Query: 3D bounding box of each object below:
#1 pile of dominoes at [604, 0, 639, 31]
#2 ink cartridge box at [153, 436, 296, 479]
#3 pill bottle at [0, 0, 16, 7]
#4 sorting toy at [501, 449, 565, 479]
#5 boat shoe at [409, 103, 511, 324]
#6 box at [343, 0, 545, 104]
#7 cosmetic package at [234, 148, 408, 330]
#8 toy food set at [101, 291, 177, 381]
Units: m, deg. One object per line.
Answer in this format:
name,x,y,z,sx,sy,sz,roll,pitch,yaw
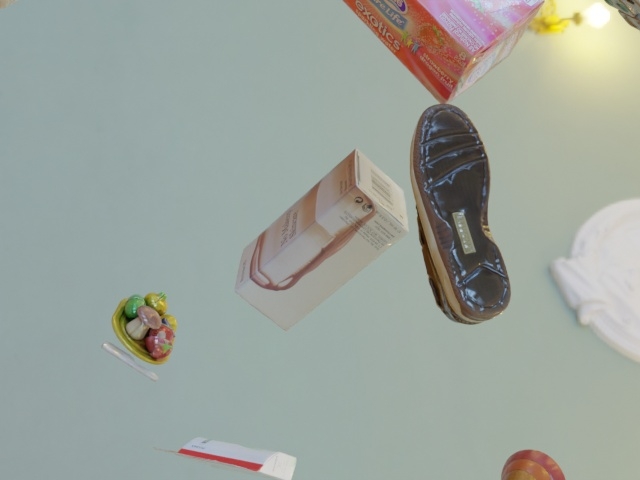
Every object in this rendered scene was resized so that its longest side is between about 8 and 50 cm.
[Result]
pile of dominoes,0.272,-0.240,0.744,0.251,0.040,0.196,41,15,-6
ink cartridge box,-0.170,0.392,1.420,0.224,0.181,0.056,50,49,-57
pill bottle,-0.327,-0.184,0.580,0.119,0.208,0.119,37,-25,21
sorting toy,0.438,0.462,1.255,0.126,0.366,0.127,1,103,-52
boat shoe,0.145,-0.027,0.896,0.095,0.095,0.257,124,-38,-69
box,0.137,-0.358,1.064,0.300,0.142,0.154,49,-15,8
cosmetic package,0.000,0.000,1.344,0.129,0.296,0.153,39,24,-21
toy food set,-0.299,0.150,1.380,0.128,0.071,0.218,41,14,-16
